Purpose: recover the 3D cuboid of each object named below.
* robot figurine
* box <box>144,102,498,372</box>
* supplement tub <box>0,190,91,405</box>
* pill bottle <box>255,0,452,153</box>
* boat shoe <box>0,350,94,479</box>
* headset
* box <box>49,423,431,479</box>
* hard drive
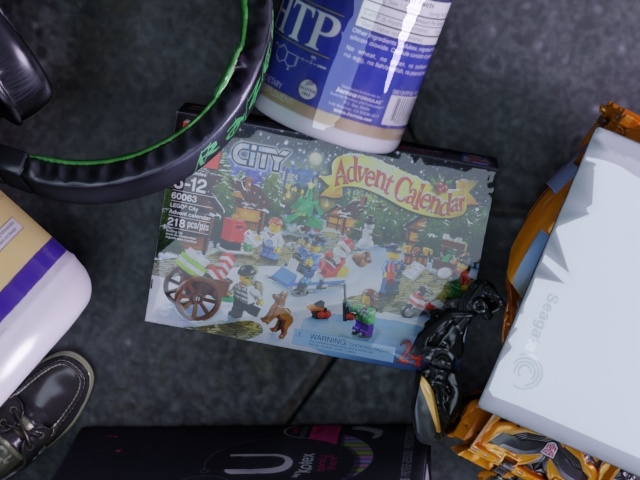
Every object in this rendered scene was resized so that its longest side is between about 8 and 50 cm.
[{"bbox_3d":[0.191,0.063,1.351,0.211,0.085,0.291,27,97,-14],"label":"robot figurine"},{"bbox_3d":[0.000,0.000,1.390,0.233,0.044,0.159,10,104,2],"label":"box"},{"bbox_3d":[-0.351,0.008,1.322,0.331,0.241,0.241,43,103,-5],"label":"supplement tub"},{"bbox_3d":[0.031,-0.164,1.314,0.112,0.112,0.187,20,103,0],"label":"pill bottle"},{"bbox_3d":[-0.227,0.147,1.441,0.056,0.049,0.152,40,104,-6],"label":"boat shoe"},{"bbox_3d":[-0.222,-0.183,1.264,0.394,0.185,0.243,23,79,8],"label":"headset"},{"bbox_3d":[-0.055,0.223,1.385,0.270,0.165,0.143,-2,104,5],"label":"box"},{"bbox_3d":[0.284,0.077,1.262,0.307,0.040,0.203,23,96,6],"label":"hard drive"}]
